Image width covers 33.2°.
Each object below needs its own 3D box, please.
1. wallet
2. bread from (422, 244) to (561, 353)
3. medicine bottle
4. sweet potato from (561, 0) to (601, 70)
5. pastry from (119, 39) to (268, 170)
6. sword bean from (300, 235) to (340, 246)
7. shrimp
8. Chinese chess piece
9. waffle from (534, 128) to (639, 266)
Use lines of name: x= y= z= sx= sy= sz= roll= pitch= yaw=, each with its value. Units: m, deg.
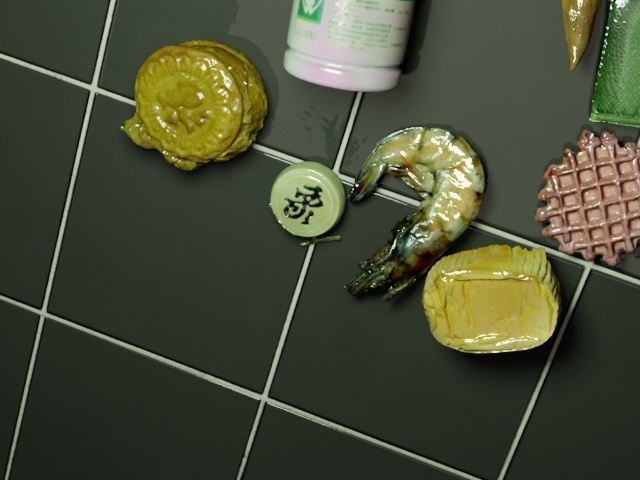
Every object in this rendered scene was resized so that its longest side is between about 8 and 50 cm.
wallet: x=0.552 y=-0.308 z=1.816 sx=0.160 sy=0.055 sz=0.236 roll=10 pitch=112 yaw=13
bread: x=0.311 y=0.102 z=1.956 sx=0.250 sy=0.133 sz=0.179 roll=-7 pitch=106 yaw=16
medicine bottle: x=0.061 y=-0.430 z=1.811 sx=0.212 sy=0.212 sz=0.325 roll=13 pitch=108 yaw=9
sweet potato: x=0.439 y=-0.389 z=1.812 sx=0.068 sy=0.060 sz=0.206 roll=3 pitch=100 yaw=-2
pastry: x=-0.220 y=-0.251 z=1.986 sx=0.240 sy=0.132 sz=0.235 roll=31 pitch=120 yaw=9
sword bean: x=0.000 y=0.000 z=2.064 sx=0.083 sy=0.012 sz=0.012 roll=-11 pitch=104 yaw=17
shrimp: x=0.144 y=-0.054 z=1.990 sx=0.233 sy=0.071 sz=0.365 roll=46 pitch=112 yaw=6
Chinese chess piece: x=-0.024 y=-0.077 z=2.020 sx=0.144 sy=0.058 sz=0.144 roll=4 pitch=108 yaw=13
waffle: x=0.497 y=-0.069 z=1.902 sx=0.221 sy=0.055 sz=0.234 roll=34 pitch=112 yaw=2
